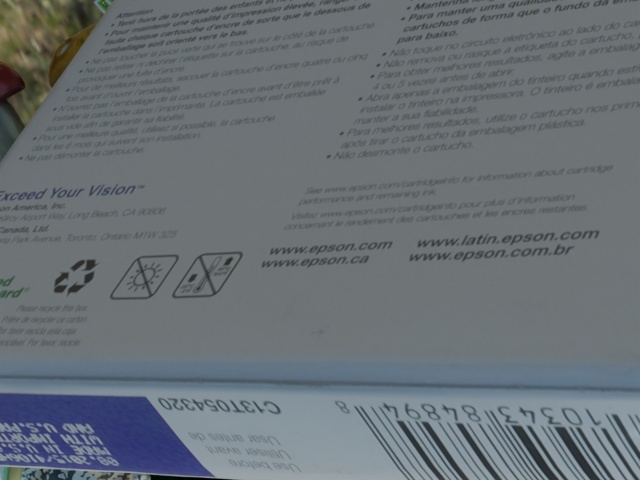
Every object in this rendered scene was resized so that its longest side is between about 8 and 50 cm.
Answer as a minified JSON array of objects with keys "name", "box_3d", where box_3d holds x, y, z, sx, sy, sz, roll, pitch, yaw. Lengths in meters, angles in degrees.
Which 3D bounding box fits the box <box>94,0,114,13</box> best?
[{"name":"box","box_3d":[-0.087,-0.185,1.493,0.114,0.207,0.036,47,120,-8]}]

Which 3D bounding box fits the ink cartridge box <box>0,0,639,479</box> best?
[{"name":"ink cartridge box","box_3d":[0.042,-0.061,0.673,0.071,0.324,0.330,55,49,-33]}]

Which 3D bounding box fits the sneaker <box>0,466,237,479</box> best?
[{"name":"sneaker","box_3d":[-0.126,0.195,1.620,0.410,0.182,0.158,2,108,-63]}]

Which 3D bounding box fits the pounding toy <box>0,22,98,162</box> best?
[{"name":"pounding toy","box_3d":[-0.108,-0.068,0.994,0.237,0.183,0.110,-27,98,22]}]
